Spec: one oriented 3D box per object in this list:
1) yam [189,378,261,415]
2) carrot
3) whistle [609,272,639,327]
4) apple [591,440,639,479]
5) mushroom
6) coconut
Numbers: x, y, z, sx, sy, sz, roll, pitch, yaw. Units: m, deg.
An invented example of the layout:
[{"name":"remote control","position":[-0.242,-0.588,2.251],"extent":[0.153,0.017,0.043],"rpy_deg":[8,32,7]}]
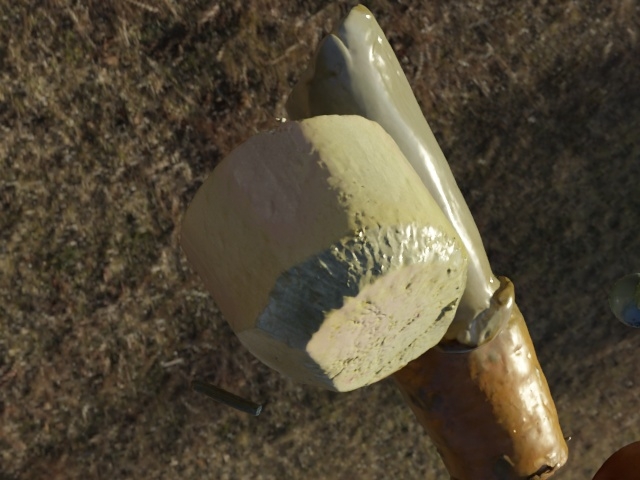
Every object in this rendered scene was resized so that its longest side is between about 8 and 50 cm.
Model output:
[{"name":"yam","position":[-0.140,0.229,1.254],"extent":[0.021,0.116,0.021],"rpy_deg":[18,90,-73]},{"name":"carrot","position":[0.227,0.204,1.326],"extent":[0.224,0.341,0.224],"rpy_deg":[-24,-176,2]},{"name":"whistle","position":[0.206,0.033,0.521],"extent":[0.035,0.035,0.100],"rpy_deg":[-17,172,-12]},{"name":"apple","position":[0.286,0.225,0.605],"extent":[0.199,0.199,0.199],"rpy_deg":[-15,139,-14]},{"name":"mushroom","position":[0.083,-0.056,0.985],"extent":[0.154,0.137,0.408],"rpy_deg":[-18,107,39]},{"name":"coconut","position":[0.000,0.000,0.820],"extent":[0.239,0.244,0.239],"rpy_deg":[-23,144,-18]}]
